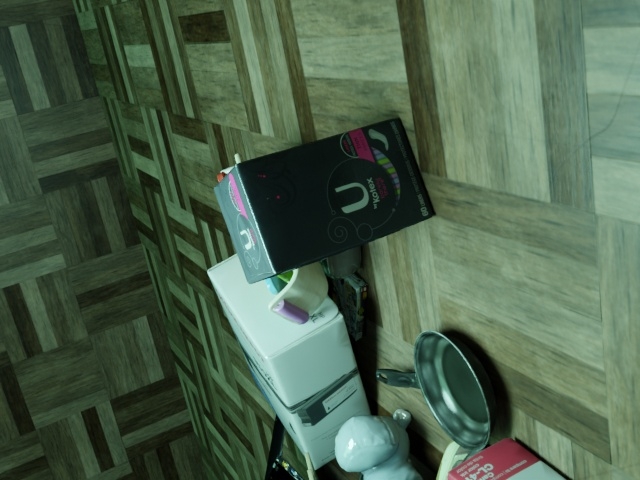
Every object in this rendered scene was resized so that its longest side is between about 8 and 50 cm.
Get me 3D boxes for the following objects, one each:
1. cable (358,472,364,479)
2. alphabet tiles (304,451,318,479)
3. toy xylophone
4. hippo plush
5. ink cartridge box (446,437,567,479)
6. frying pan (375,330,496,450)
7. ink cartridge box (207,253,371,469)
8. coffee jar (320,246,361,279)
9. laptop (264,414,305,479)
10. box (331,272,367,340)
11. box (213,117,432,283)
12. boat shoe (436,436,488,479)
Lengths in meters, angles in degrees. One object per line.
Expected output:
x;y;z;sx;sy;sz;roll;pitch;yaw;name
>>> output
0.109;0.621;1.740;0.139;0.072;0.287;-116;29;-61;cable
0.024;0.569;1.385;0.343;0.011;0.285;78;175;-50;alphabet tiles
-0.093;-0.020;1.305;0.236;0.081;0.323;43;-159;-49;toy xylophone
0.146;0.421;1.343;0.294;0.234;0.237;32;-138;-55;hippo plush
0.316;0.450;1.004;0.306;0.131;0.226;34;138;57;ink cartridge box
0.196;0.256;1.220;0.197;0.053;0.326;64;158;17;frying pan
-0.054;0.228;1.517;0.285;0.166;0.395;47;160;44;ink cartridge box
0.000;0.000;1.418;0.184;0.079;0.096;32;135;55;coffee jar
-0.021;0.577;1.918;0.408;0.236;0.382;41;149;15;laptop
0.056;0.115;1.452;0.094;0.027;0.137;46;147;43;box
0.003;-0.059;1.118;0.165;0.270;0.143;69;158;2;box
0.215;0.422;1.166;0.073;0.080;0.224;-12;58;63;boat shoe
